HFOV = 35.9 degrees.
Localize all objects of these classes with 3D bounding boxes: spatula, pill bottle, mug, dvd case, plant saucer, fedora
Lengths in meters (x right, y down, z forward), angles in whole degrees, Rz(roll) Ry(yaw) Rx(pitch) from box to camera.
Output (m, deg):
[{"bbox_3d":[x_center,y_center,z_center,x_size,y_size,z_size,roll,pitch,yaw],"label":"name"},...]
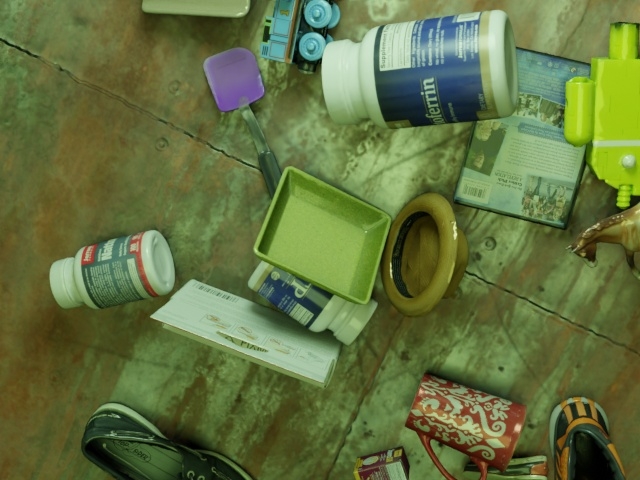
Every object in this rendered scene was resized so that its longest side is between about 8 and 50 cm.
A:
[{"bbox_3d":[-0.097,-0.158,1.552,0.084,0.030,0.296,-20,98,10],"label":"spatula"},{"bbox_3d":[-0.337,0.053,1.594,0.180,0.108,0.108,-13,100,11],"label":"pill bottle"},{"bbox_3d":[0.221,0.294,1.549,0.169,0.150,0.113,21,142,8],"label":"mug"},{"bbox_3d":[-0.009,0.078,1.548,0.187,0.112,0.112,35,105,0],"label":"pill bottle"},{"bbox_3d":[0.319,-0.156,1.495,0.180,0.022,0.253,14,103,4],"label":"dvd case"},{"bbox_3d":[0.000,0.000,1.503,0.188,0.188,0.045,26,139,-9],"label":"plant saucer"},{"bbox_3d":[0.170,0.026,1.505,0.079,0.194,0.194,13,107,-31],"label":"fedora"},{"bbox_3d":[0.144,-0.241,1.428,0.265,0.153,0.153,-4,102,20],"label":"pill bottle"}]

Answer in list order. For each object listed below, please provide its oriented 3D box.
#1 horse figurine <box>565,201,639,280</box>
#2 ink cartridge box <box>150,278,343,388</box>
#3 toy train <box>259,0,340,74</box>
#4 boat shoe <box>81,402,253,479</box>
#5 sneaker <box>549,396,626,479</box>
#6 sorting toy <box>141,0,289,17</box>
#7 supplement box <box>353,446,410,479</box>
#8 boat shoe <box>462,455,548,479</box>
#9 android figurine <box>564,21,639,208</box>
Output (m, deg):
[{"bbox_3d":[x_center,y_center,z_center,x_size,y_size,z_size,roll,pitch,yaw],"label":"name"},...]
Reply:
[{"bbox_3d":[0.506,-0.027,1.429,0.263,0.066,0.174,-37,122,25],"label":"horse figurine"},{"bbox_3d":[-0.110,0.156,1.514,0.275,0.239,0.060,20,104,4],"label":"ink cartridge box"},{"bbox_3d":[-0.026,-0.345,1.479,0.105,0.080,0.184,14,104,11],"label":"toy train"},{"bbox_3d":[-0.251,0.396,1.651,0.340,0.113,0.127,35,104,0],"label":"boat shoe"},{"bbox_3d":[0.411,0.418,1.522,0.125,0.180,0.321,-11,100,11],"label":"sneaker"},{"bbox_3d":[-0.182,-0.437,1.489,0.348,0.047,0.196,8,99,19],"label":"sorting toy"},{"bbox_3d":[0.101,0.378,1.625,0.083,0.055,0.043,-18,99,11],"label":"supplement box"},{"bbox_3d":[0.300,0.370,1.601,0.137,0.049,0.043,-2,61,15],"label":"boat shoe"},{"bbox_3d":[0.478,-0.180,1.437,0.248,0.056,0.272,1,103,0],"label":"android figurine"}]
